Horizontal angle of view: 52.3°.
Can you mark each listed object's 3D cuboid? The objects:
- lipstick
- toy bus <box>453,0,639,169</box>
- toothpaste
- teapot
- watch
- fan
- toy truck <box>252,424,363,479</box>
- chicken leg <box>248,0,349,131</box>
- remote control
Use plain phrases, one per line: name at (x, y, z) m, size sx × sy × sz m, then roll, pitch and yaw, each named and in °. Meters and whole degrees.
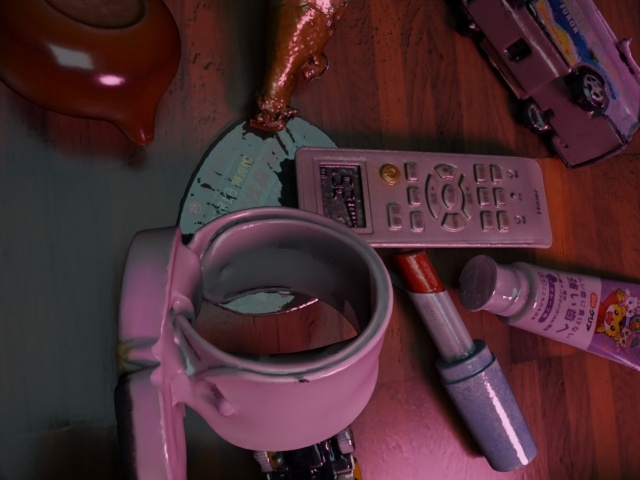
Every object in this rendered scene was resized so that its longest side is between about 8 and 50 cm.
lipstick at (0.157, 0.128, 0.730) m, size 0.068 × 0.061 × 0.274 m, roll -27°, pitch 97°, yaw 6°
toy bus at (0.268, -0.246, 0.776) m, size 0.138 × 0.112 × 0.317 m, roll -41°, pitch 100°, yaw -27°
toothpaste at (0.304, 0.082, 0.785) m, size 0.299 × 0.073 × 0.113 m, roll 15°, pitch 82°, yaw -24°
teapot at (-0.240, -0.189, 0.604) m, size 0.252 × 0.135 × 0.178 m, roll 43°, pitch 40°, yaw 8°
watch at (-0.055, 0.101, 0.580) m, size 0.232 × 0.196 × 0.244 m, roll 1°, pitch 45°, yaw -9°
fan at (-0.011, -0.032, 0.718) m, size 0.295 × 0.012 × 0.223 m, roll -2°, pitch 86°, yaw -18°
toy truck at (0.004, 0.265, 0.649) m, size 0.098 × 0.114 × 0.226 m, roll -14°, pitch 90°, yaw 3°
chicken leg at (-0.026, -0.214, 0.689) m, size 0.085 × 0.101 × 0.207 m, roll 19°, pitch 97°, yaw -13°
remote control at (0.120, -0.042, 0.736) m, size 0.313 × 0.055 × 0.109 m, roll 0°, pitch 76°, yaw -18°
